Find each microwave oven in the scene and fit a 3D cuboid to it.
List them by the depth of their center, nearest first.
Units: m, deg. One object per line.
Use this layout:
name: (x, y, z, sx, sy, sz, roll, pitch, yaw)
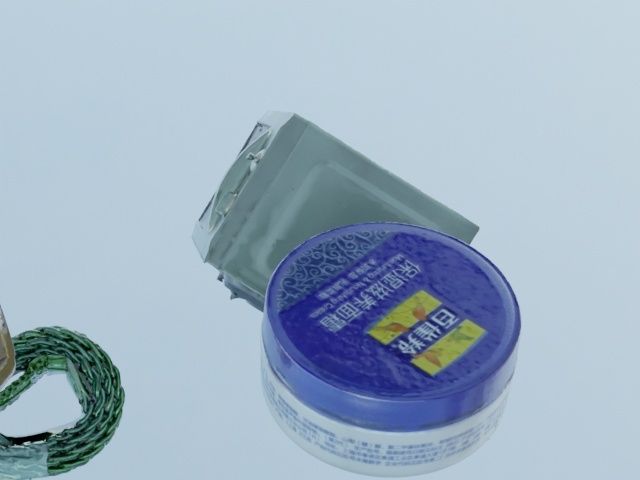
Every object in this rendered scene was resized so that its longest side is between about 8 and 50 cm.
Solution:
microwave oven: (0.000, 0.000, 1.892, 0.237, 0.295, 0.181, 32, -90, -8)

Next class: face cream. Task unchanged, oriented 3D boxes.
face cream: (0.054, 0.089, 1.553, 0.206, 0.111, 0.206, 1, -138, -1)

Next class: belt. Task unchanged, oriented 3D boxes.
belt: (-0.233, 0.135, 1.571, 0.151, 0.121, 0.079, -22, -178, -5)

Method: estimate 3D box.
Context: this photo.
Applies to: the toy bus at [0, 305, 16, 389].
toy bus: (-0.358, 0.082, 1.279, 0.289, 0.139, 0.157, -14, -165, 23)
